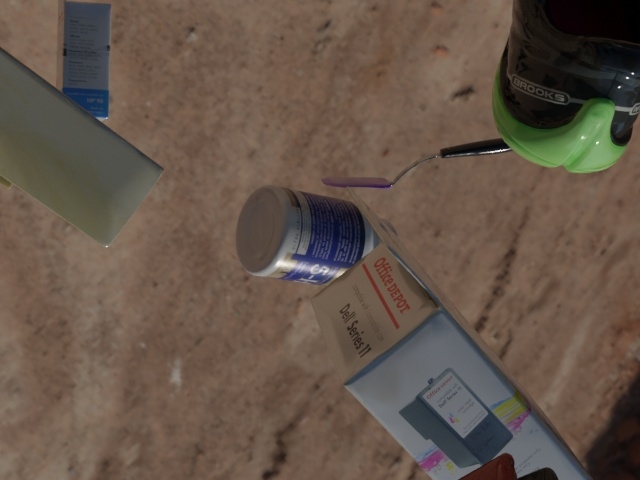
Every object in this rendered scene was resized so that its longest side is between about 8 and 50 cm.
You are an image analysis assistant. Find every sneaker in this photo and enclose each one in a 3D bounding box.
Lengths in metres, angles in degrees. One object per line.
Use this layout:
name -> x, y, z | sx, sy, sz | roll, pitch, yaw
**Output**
sneaker -> 0.259, -0.298, 1.106 | 0.185, 0.483, 0.202 | 5, 150, -13

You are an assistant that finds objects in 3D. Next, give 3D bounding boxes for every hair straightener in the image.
hair straightener -> 0.106, 0.233, 0.874 | 0.089, 0.047, 0.230 | 21, 135, -24

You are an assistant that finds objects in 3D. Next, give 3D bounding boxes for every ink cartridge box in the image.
ink cartridge box -> 0.109, 0.131, 1.123 | 0.119, 0.207, 0.353 | -39, 110, 5
ink cartridge box -> -0.302, -0.243, 1.450 | 0.060, 0.104, 0.180 | 1, 92, -17

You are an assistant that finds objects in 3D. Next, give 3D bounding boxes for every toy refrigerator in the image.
toy refrigerator -> -0.273, -0.105, 0.952 | 0.269, 0.102, 0.094 | 38, 84, -23

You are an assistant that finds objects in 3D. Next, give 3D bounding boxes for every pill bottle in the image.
pill bottle -> 0.000, 0.000, 1.411 | 0.186, 0.112, 0.112 | 10, 119, -35

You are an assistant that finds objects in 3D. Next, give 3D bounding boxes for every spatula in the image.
spatula -> 0.148, -0.107, 1.597 | 0.296, 0.084, 0.030 | -15, 102, -1
